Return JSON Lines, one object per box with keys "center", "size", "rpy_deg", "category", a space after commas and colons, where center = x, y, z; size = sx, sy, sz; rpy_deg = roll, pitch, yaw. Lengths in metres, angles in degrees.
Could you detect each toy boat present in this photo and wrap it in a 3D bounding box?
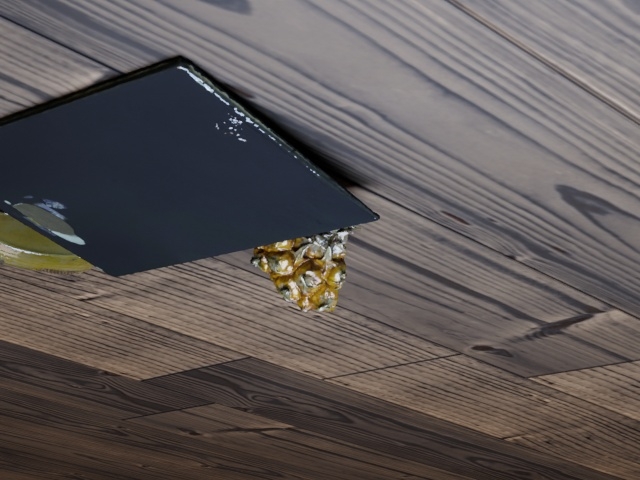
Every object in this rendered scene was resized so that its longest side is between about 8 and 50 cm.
{"center": [-0.287, 0.005, 1.170], "size": [0.149, 0.047, 0.049], "rpy_deg": [14, 146, -30], "category": "toy boat"}

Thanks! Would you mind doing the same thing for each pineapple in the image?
{"center": [0.000, 0.000, 1.089], "size": [0.077, 0.114, 0.114], "rpy_deg": [-24, 166, -46], "category": "pineapple"}

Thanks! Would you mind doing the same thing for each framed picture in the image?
{"center": [-0.149, -0.046, 1.021], "size": [0.324, 0.013, 0.244], "rpy_deg": [-11, 146, 37], "category": "framed picture"}
